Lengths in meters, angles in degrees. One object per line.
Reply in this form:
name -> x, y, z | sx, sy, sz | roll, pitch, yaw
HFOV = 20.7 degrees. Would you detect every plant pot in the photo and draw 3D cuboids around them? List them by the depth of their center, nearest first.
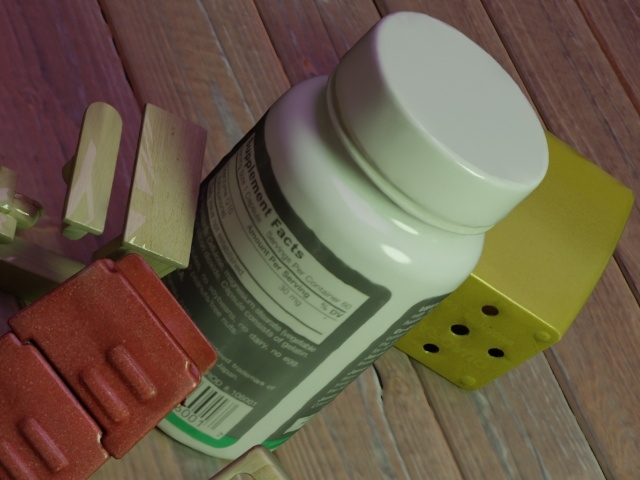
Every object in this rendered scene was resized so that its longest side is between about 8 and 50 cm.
plant pot -> 0.151, 0.016, 1.701 | 0.212, 0.212, 0.187 | 33, 47, -19

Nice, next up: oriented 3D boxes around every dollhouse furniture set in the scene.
dollhouse furniture set -> -0.087, 0.193, 1.215 | 0.374, 0.152, 0.201 | 52, 0, 1
dollhouse furniture set -> -0.196, -0.035, 1.375 | 0.144, 0.151, 0.123 | 24, 57, -30

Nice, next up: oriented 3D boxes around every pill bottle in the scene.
pill bottle -> 0.000, 0.000, 1.391 | 0.204, 0.361, 0.204 | 29, 36, -24
